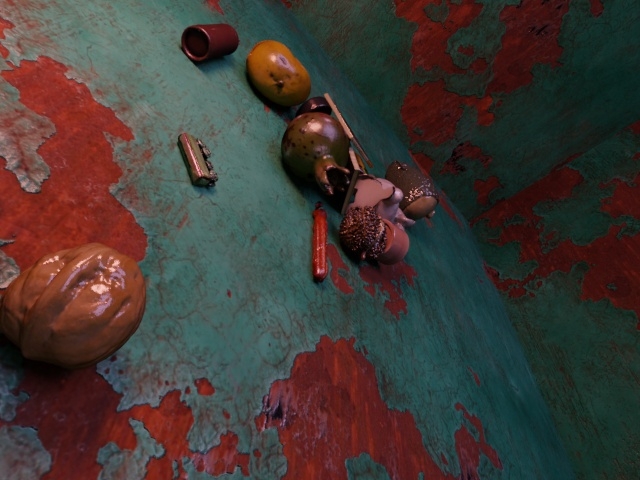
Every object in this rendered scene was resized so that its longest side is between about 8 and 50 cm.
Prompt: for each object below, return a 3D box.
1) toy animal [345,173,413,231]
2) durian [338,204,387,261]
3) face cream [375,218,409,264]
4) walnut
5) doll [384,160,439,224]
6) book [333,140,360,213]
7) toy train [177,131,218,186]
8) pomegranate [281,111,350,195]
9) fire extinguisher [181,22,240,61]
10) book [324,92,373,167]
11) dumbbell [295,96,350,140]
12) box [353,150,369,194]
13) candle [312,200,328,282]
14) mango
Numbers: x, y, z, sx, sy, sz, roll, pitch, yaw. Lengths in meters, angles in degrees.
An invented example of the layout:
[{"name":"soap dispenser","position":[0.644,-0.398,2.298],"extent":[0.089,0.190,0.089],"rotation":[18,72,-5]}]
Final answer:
[{"name":"toy animal","position":[0.260,-0.116,1.621],"extent":[0.258,0.193,0.357],"rotation":[21,-6,42]},{"name":"durian","position":[0.147,-0.018,1.362],"extent":[0.196,0.167,0.196],"rotation":[23,57,-39]},{"name":"face cream","position":[0.236,0.006,1.482],"extent":[0.104,0.149,0.149],"rotation":[27,38,-43]},{"name":"walnut","position":[-0.306,0.081,0.516],"extent":[0.167,0.149,0.166],"rotation":[9,48,-10]},{"name":"doll","position":[0.454,-0.252,2.087],"extent":[0.247,0.247,0.349],"rotation":[19,37,-50]},{"name":"book","position":[0.088,-0.227,1.466],"extent":[0.024,0.228,0.160],"rotation":[-3,53,-15]},{"name":"toy train","position":[-0.292,-0.193,0.968],"extent":[0.071,0.038,0.147],"rotation":[8,51,-56]},{"name":"pomegranate","position":[0.007,-0.273,1.339],"extent":[0.306,0.242,0.242],"rotation":[59,26,14]},{"name":"fire extinguisher","position":[-0.364,-0.685,1.372],"extent":[0.138,0.102,0.344],"rotation":[17,31,1]},{"name":"book","position":[0.111,-0.402,1.517],"extent":[0.207,0.020,0.295],"rotation":[63,14,19]},{"name":"dumbbell","position":[0.009,-0.456,1.645],"extent":[0.152,0.152,0.218],"rotation":[-4,62,-60]},{"name":"box","position":[0.153,-0.304,1.800],"extent":[0.159,0.071,0.240],"rotation":[20,43,-53]},{"name":"candle","position":[0.000,0.000,1.219],"extent":[0.051,0.048,0.329],"rotation":[27,37,-21]},{"name":"mango","position":[-0.154,-0.643,1.590],"extent":[0.253,0.182,0.365],"rotation":[52,15,1]}]
